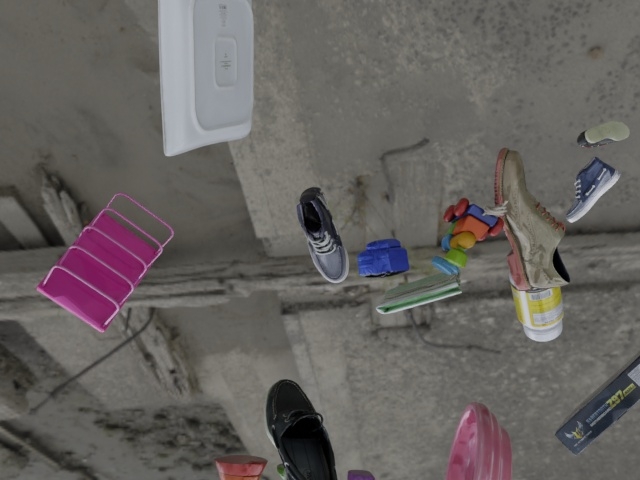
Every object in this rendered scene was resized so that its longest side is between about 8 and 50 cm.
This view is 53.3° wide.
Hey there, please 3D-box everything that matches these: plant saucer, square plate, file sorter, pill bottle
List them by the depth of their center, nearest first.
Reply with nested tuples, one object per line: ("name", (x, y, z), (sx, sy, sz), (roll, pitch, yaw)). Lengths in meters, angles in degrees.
("square plate", (-0.211, -0.359, 1.281), (0.049, 0.347, 0.343), (8, 107, 17))
("plant saucer", (0.330, 0.515, 1.349), (0.084, 0.332, 0.332), (13, 144, 5))
("pill bottle", (0.563, 0.155, 1.652), (0.119, 0.119, 0.208), (-14, 123, 11))
("file sorter", (-0.547, 0.047, 1.662), (0.202, 0.290, 0.182), (38, 140, -14))

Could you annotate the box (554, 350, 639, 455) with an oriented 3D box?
("box", (0.571, 0.309, 1.248), (0.232, 0.059, 0.183), (-49, 156, 16))

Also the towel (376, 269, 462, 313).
("towel", (0.287, 0.143, 1.839), (0.248, 0.038, 0.325), (-19, -179, 12))

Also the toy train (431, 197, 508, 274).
("toy train", (0.308, -0.006, 1.329), (0.105, 0.143, 0.248), (30, 173, 0))

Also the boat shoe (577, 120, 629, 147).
("boat shoe", (0.658, -0.246, 1.484), (0.133, 0.048, 0.042), (-13, 172, -18))

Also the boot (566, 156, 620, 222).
("boot", (0.736, -0.143, 1.784), (0.086, 0.069, 0.190), (36, 116, -1))

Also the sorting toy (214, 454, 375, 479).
("sorting toy", (-0.062, 0.556, 1.400), (0.366, 0.126, 0.127), (3, 170, 11))

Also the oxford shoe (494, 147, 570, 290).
("oxford shoe", (0.474, -0.049, 1.413), (0.130, 0.123, 0.348), (-4, 118, 35))

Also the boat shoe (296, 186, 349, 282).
("boat shoe", (0.000, 0.000, 2.116), (0.127, 0.158, 0.340), (-18, 101, 13))

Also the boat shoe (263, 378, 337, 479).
("boat shoe", (-0.034, 0.403, 1.289), (0.127, 0.340, 0.113), (11, 127, -18))

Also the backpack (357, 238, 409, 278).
("backpack", (0.159, 0.050, 1.672), (0.120, 0.101, 0.098), (-17, 165, 43))
